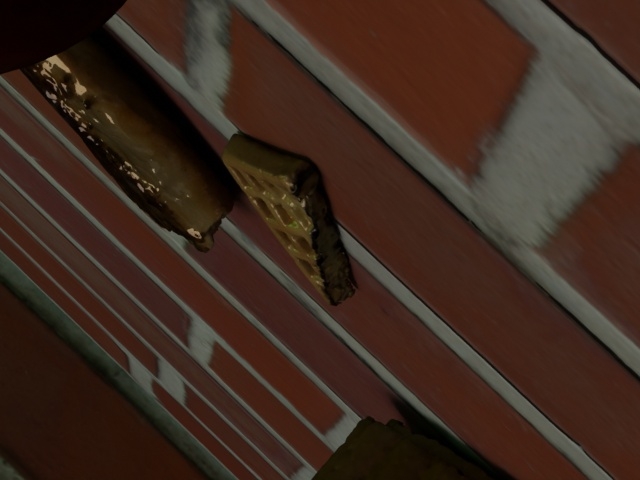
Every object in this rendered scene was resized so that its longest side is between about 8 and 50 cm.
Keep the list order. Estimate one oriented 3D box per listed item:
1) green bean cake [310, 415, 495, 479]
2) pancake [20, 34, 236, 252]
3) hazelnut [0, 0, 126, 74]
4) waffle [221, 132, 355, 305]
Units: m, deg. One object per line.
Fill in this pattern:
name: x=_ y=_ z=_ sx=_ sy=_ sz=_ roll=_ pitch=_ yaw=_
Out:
green bean cake: x=0.107 y=0.262 z=1.301 sx=0.229 sy=0.131 sz=0.224 roll=33 pitch=164 yaw=42
pancake: x=-0.158 y=-0.099 z=1.220 sx=0.266 sy=0.057 sz=0.244 roll=49 pitch=175 yaw=0
hazelnut: x=-0.181 y=-0.151 z=0.754 sx=0.208 sy=0.208 sz=0.208 roll=42 pitch=166 yaw=12
waffle: x=0.000 y=0.000 z=1.063 sx=0.097 sy=0.023 sz=0.153 roll=27 pitch=157 yaw=54
